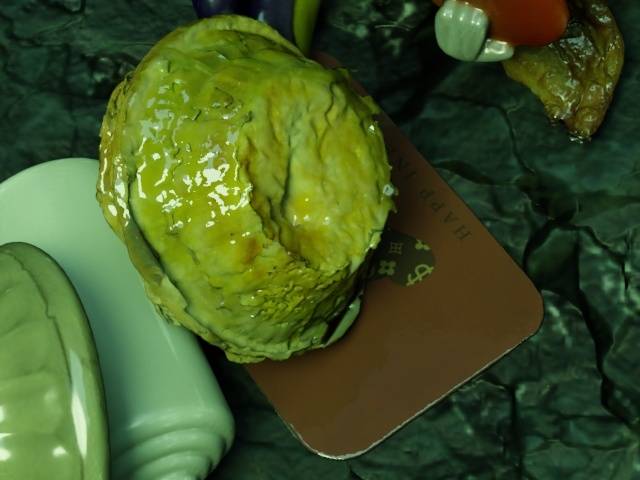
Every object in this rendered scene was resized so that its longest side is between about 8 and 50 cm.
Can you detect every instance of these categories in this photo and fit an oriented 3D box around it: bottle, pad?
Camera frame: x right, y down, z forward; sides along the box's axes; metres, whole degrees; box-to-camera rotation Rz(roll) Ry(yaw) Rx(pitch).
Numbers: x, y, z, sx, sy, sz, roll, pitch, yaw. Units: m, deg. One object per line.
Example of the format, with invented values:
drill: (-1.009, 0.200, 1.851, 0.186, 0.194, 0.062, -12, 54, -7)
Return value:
bottle: (-0.120, 0.074, 0.977, 0.104, 0.104, 0.245, -22, 62, -8)
pad: (0.000, 0.000, 1.066, 0.181, 0.004, 0.267, -33, 64, -14)

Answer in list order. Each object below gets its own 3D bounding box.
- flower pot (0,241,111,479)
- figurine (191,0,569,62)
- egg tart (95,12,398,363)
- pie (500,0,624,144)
flower pot: (-0.251, 0.111, 0.854, 0.244, 0.307, 0.307, -4, 57, -30)
figurine: (0.113, -0.212, 1.055, 0.421, 0.154, 0.193, -10, 43, 17)
egg tart: (-0.029, -0.033, 0.973, 0.090, 0.212, 0.212, -11, 50, 47)
pie: (0.146, -0.142, 1.116, 0.088, 0.033, 0.191, -34, 62, -9)
